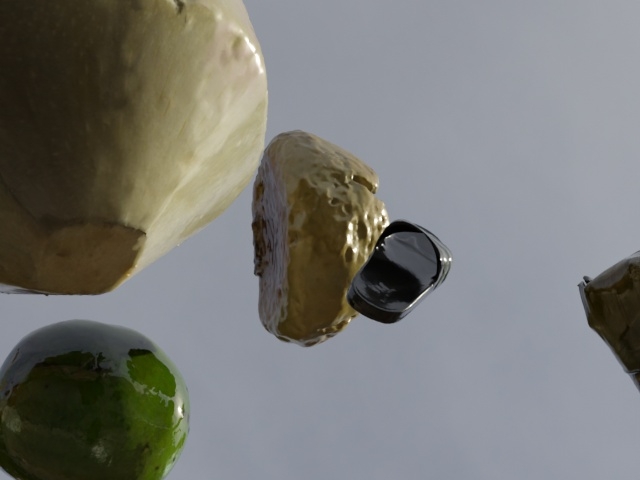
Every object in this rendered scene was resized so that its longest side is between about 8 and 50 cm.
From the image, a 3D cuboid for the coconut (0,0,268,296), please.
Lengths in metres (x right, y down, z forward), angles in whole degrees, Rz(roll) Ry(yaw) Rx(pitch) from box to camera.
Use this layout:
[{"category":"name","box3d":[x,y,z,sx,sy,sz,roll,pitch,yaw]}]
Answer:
[{"category":"coconut","box3d":[-0.206,-0.114,0.984,0.352,0.353,0.353,-2,-66,-4]}]

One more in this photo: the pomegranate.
[{"category":"pomegranate","box3d":[-0.270,0.235,1.450,0.235,0.236,0.302,22,-108,-14]}]

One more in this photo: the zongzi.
[{"category":"zongzi","box3d":[0.435,0.133,1.471,0.123,0.260,0.289,-35,-102,40]}]

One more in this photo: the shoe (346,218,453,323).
[{"category":"shoe","box3d":[0.077,0.014,1.149,0.071,0.179,0.049,28,-62,9]}]

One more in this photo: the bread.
[{"category":"bread","box3d":[0.000,0.000,1.482,0.134,0.244,0.245,-3,-66,-15]}]
